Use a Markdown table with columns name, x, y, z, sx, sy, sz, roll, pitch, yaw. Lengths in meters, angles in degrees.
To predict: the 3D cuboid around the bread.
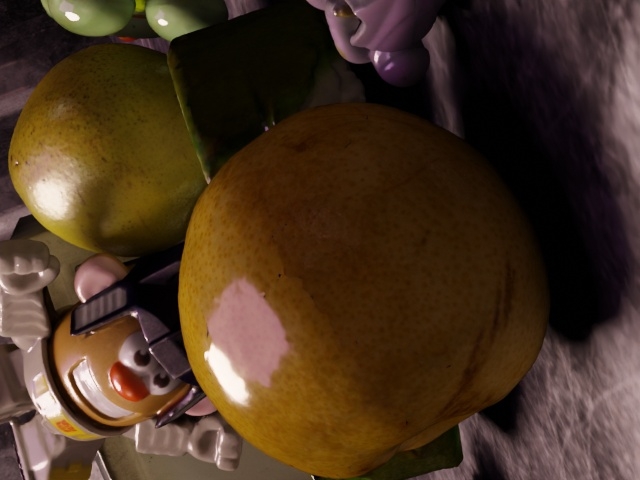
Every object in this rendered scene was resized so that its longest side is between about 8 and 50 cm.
| name | x | y | z | sx | sy | sz | roll | pitch | yaw |
| --- | --- | --- | --- | --- | --- | --- | --- | --- | --- |
| bread | 0.000 | 0.000 | 0.955 | 0.382 | 0.129 | 0.366 | 73 | 179 | -61 |

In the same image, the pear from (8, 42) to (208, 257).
| name | x | y | z | sx | sy | sz | roll | pitch | yaw |
| --- | --- | --- | --- | --- | --- | --- | --- | --- | --- |
| pear | -0.178 | -0.082 | 1.142 | 0.198 | 0.198 | 0.198 | 158 | 90 | -81 |

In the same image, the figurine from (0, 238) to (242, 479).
| name | x | y | z | sx | sy | sz | roll | pitch | yaw |
| --- | --- | --- | --- | --- | --- | --- | --- | --- | --- |
| figurine | -0.188 | 0.106 | 1.129 | 0.308 | 0.308 | 0.143 | 79 | 180 | -51 |

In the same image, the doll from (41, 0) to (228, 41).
| name | x | y | z | sx | sy | sz | roll | pitch | yaw |
| --- | --- | --- | --- | --- | --- | --- | --- | --- | --- |
| doll | -0.160 | -0.267 | 1.127 | 0.322 | 0.198 | 0.186 | -146 | 60 | -69 |

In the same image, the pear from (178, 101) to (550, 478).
| name | x | y | z | sx | sy | sz | roll | pitch | yaw |
| --- | --- | --- | --- | --- | --- | --- | --- | --- | --- |
| pear | 0.018 | 0.023 | 0.711 | 0.209 | 0.209 | 0.209 | 158 | 90 | -81 |

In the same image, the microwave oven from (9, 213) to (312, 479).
| name | x | y | z | sx | sy | sz | roll | pitch | yaw |
| --- | --- | --- | --- | --- | --- | --- | --- | --- | --- |
| microwave oven | -0.116 | 0.110 | 1.377 | 0.247 | 0.333 | 0.394 | -131 | 20 | -78 |

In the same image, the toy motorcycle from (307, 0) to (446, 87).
| name | x | y | z | sx | sy | sz | roll | pitch | yaw |
| --- | --- | --- | --- | --- | --- | --- | --- | --- | --- |
| toy motorcycle | 0.019 | -0.161 | 0.707 | 0.225 | 0.073 | 0.152 | -134 | 21 | -66 |
